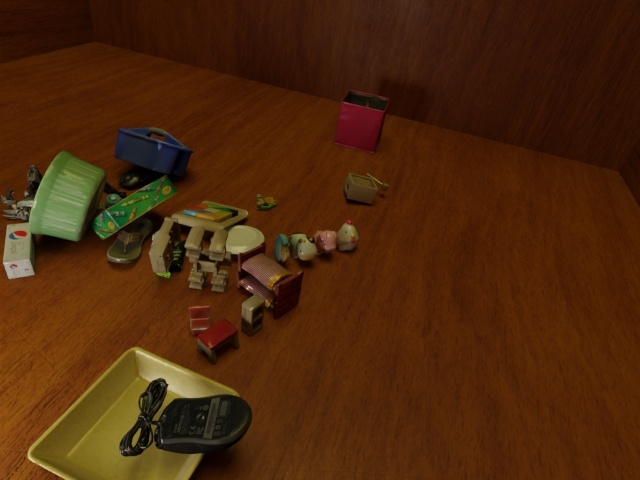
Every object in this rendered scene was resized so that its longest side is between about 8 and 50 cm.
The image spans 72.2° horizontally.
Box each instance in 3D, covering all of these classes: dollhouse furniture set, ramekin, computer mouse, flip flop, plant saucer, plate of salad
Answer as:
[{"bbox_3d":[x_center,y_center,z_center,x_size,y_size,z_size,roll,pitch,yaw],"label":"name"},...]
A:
[{"bbox_3d":[-0.410,0.031,1.448,0.242,0.212,0.160,8,46,-2],"label":"dollhouse furniture set"},{"bbox_3d":[-0.866,-0.143,1.527,0.148,0.303,0.303,21,32,-21],"label":"ramekin"},{"bbox_3d":[-0.793,-0.255,1.897,0.184,0.060,0.262,32,41,28],"label":"computer mouse"},{"bbox_3d":[-0.679,-0.012,1.576,0.113,0.080,0.277,9,36,-1],"label":"flip flop"},{"bbox_3d":[-0.282,0.407,0.983,0.273,0.072,0.188,0,37,7],"label":"computer mouse"},{"bbox_3d":[-0.249,0.177,1.360,0.201,0.152,0.374,32,41,27],"label":"dollhouse furniture set"},{"bbox_3d":[-0.409,0.442,1.022,0.333,0.080,0.332,19,37,13],"label":"plant saucer"},{"bbox_3d":[-0.314,0.002,1.670,0.200,0.048,0.199,3,33,-2],"label":"plate of salad"}]

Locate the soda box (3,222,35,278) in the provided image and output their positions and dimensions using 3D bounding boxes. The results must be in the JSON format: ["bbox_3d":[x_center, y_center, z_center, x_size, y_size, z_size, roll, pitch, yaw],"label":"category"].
[{"bbox_3d":[-0.994,0.029,1.454,0.074,0.069,0.216,-10,41,-25],"label":"soda box"}]

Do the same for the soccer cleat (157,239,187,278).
[{"bbox_3d":[-0.505,0.066,1.538,0.073,0.060,0.178,25,44,4],"label":"soccer cleat"}]

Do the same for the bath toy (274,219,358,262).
[{"bbox_3d":[0.000,0.000,1.684,0.349,0.128,0.151,-10,40,-27],"label":"bath toy"}]

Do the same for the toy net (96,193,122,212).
[{"bbox_3d":[-0.881,-0.115,1.707,0.232,0.045,0.122,-20,68,-31],"label":"toy net"}]

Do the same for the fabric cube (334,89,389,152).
[{"bbox_3d":[0.246,-0.707,2.598,0.255,0.258,0.259,15,36,8],"label":"fabric cube"}]

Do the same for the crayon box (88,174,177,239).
[{"bbox_3d":[-0.680,-0.122,1.606,0.166,0.081,0.278,-19,20,42],"label":"crayon box"}]

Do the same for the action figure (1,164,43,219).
[{"bbox_3d":[-1.100,-0.171,1.680,0.186,0.099,0.284,5,39,-16],"label":"action figure"}]

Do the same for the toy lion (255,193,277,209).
[{"bbox_3d":[-0.238,-0.168,1.941,0.096,0.034,0.100,9,35,-14],"label":"toy lion"}]

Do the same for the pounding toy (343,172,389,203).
[{"bbox_3d":[0.223,-0.250,2.117,0.206,0.094,0.181,12,30,-14],"label":"pounding toy"}]

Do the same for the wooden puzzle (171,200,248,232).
[{"bbox_3d":[-0.433,-0.105,1.746,0.221,0.044,0.238,14,23,13],"label":"wooden puzzle"}]

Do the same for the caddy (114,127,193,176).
[{"bbox_3d":[-0.739,-0.410,1.952,0.342,0.179,0.241,18,8,11],"label":"caddy"}]

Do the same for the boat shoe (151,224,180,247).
[{"bbox_3d":[-0.583,-0.014,1.619,0.063,0.066,0.184,4,36,9],"label":"boat shoe"}]
